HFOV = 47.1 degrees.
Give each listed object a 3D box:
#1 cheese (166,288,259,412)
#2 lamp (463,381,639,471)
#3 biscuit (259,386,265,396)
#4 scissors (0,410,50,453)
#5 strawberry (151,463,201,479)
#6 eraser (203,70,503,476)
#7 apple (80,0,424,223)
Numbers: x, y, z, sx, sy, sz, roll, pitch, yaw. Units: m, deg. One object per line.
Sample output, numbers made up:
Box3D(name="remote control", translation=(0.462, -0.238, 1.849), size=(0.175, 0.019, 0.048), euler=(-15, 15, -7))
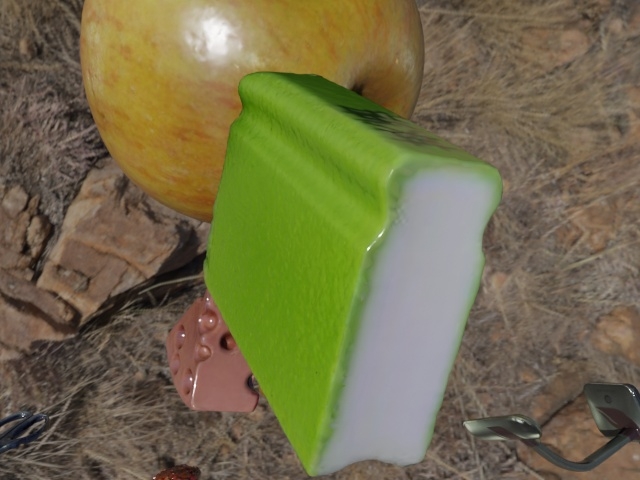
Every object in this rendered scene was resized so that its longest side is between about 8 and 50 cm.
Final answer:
Box3D(name="cheese", translation=(-0.164, 0.203, 1.233), size=(0.128, 0.203, 0.177), euler=(11, 53, -31))
Box3D(name="lamp", translation=(0.408, 0.328, 1.279), size=(0.283, 0.203, 0.124), euler=(-8, 86, -26))
Box3D(name="biscuit", translation=(-0.077, 0.222, 1.675), size=(0.044, 0.295, 0.186), euler=(18, 38, 19))
Box3D(name="scissors", translation=(-0.627, 0.403, 1.355), size=(0.300, 0.109, 0.022), euler=(-44, 133, -59))
Box3D(name="strawberry", translation=(-0.251, 0.439, 1.229), size=(0.085, 0.192, 0.140), euler=(15, 83, -2))
Box3D(name="eraser", translation=(0.000, 0.000, 0.519), size=(0.092, 0.274, 0.210), euler=(4, 113, -23))
Box3D(name="apple", translation=(-0.064, -0.203, 0.842), size=(0.400, 0.334, 0.400), euler=(-31, 131, -44))
